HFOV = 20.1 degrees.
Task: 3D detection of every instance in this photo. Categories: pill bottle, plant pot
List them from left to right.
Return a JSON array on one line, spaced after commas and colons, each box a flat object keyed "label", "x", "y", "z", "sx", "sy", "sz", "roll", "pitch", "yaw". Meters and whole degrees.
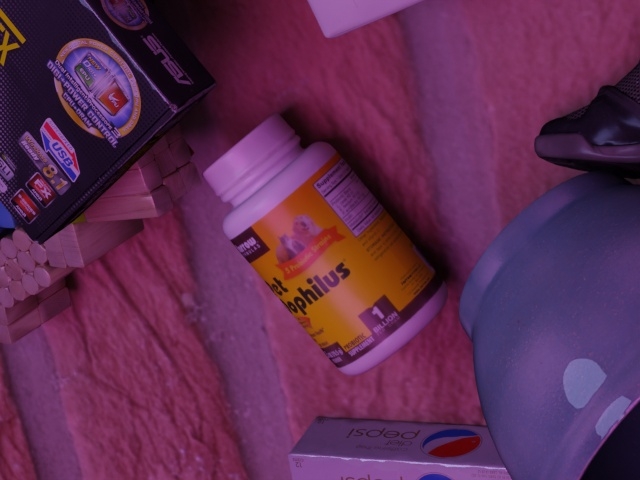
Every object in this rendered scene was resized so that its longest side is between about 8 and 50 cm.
[{"label": "pill bottle", "x": 0.000, "y": 0.000, "z": 1.515, "sx": 0.117, "sy": 0.117, "sz": 0.215, "roll": -37, "pitch": 95, "yaw": 32}, {"label": "plant pot", "x": 0.229, "y": 0.071, "z": 1.376, "sx": 0.196, "sy": 0.293, "sz": 0.293, "roll": 47, "pitch": 127, "yaw": 29}]

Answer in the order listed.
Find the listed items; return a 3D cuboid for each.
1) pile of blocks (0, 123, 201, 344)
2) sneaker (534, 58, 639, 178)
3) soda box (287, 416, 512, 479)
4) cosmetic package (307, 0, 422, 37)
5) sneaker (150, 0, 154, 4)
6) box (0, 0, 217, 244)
[{"label": "pile of blocks", "x": -0.225, "y": -0.037, "z": 1.588, "sx": 0.149, "sy": 0.112, "sz": 0.362, "roll": 53, "pitch": 133, "yaw": 1}, {"label": "sneaker", "x": 0.259, "y": -0.116, "z": 1.374, "sx": 0.227, "sy": 0.087, "sz": 0.130, "roll": -11, "pitch": 71, "yaw": 53}, {"label": "soda box", "x": 0.086, "y": 0.207, "z": 1.598, "sx": 0.216, "sy": 0.074, "sz": 0.069, "roll": 0, "pitch": 113, "yaw": 24}, {"label": "cosmetic package", "x": 0.136, "y": -0.307, "z": 1.291, "sx": 0.365, "sy": 0.155, "sz": 0.197, "roll": -18, "pitch": 106, "yaw": 28}, {"label": "sneaker", "x": -0.249, "y": -0.190, "z": 1.530, "sx": 0.315, "sy": 0.127, "sz": 0.182, "roll": -25, "pitch": 99, "yaw": 29}, {"label": "box", "x": -0.236, "y": -0.159, "z": 1.402, "sx": 0.270, "sy": 0.060, "sz": 0.216, "roll": 51, "pitch": 132, "yaw": -1}]
